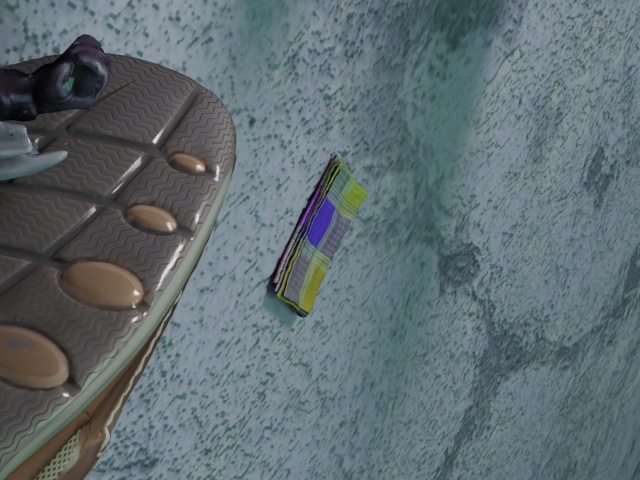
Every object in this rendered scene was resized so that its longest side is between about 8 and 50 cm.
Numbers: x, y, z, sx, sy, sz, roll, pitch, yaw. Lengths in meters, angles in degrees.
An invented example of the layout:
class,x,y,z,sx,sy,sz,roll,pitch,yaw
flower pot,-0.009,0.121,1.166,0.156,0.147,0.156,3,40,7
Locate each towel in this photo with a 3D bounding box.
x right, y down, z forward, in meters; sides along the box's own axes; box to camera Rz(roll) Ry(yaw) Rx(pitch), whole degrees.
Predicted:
class,x,y,z,sx,sy,sz,roll,pitch,yaw
towel,0.000,0.000,0.953,0.083,0.009,0.060,-64,158,-10

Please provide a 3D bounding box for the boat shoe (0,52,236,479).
class,x,y,z,sx,sy,sz,roll,pitch,yaw
boat shoe,-0.139,0.074,0.553,0.324,0.123,0.116,-51,161,-23

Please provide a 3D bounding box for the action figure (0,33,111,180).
class,x,y,z,sx,sy,sz,roll,pitch,yaw
action figure,-0.090,-0.116,0.496,0.285,0.099,0.185,-50,162,-31
